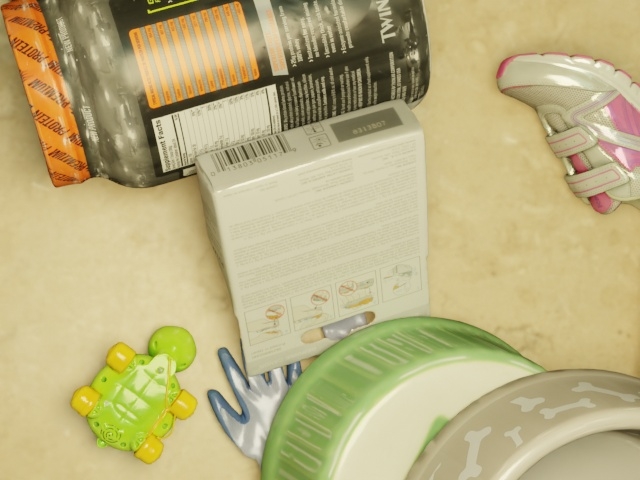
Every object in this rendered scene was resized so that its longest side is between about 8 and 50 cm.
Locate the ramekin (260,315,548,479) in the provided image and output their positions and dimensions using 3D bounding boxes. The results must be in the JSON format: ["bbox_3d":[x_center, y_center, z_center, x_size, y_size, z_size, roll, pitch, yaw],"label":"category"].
[{"bbox_3d":[0.109,0.223,1.258,0.303,0.148,0.304,0,91,-15],"label":"ramekin"}]

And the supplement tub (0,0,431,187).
[{"bbox_3d":[-0.091,-0.169,1.237,0.338,0.207,0.207,-16,90,-10],"label":"supplement tub"}]

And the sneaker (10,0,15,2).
[{"bbox_3d":[-0.275,-0.282,1.285,0.061,0.065,0.158,-15,89,-10],"label":"sneaker"}]

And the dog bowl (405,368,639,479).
[{"bbox_3d":[0.228,0.282,1.162,0.348,0.102,0.349,-1,92,-15],"label":"dog bowl"}]

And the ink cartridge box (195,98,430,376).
[{"bbox_3d":[0.000,0.000,1.256,0.189,0.232,0.066,-17,49,-11],"label":"ink cartridge box"}]

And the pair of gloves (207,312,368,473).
[{"bbox_3d":[0.000,0.147,1.327,0.198,0.023,0.159,-19,90,-12],"label":"pair of gloves"}]

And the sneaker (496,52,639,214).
[{"bbox_3d":[0.270,-0.088,1.343,0.252,0.103,0.111,30,81,-6],"label":"sneaker"}]

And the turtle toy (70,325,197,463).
[{"bbox_3d":[-0.159,0.133,1.280,0.095,0.066,0.130,39,81,-7],"label":"turtle toy"}]
